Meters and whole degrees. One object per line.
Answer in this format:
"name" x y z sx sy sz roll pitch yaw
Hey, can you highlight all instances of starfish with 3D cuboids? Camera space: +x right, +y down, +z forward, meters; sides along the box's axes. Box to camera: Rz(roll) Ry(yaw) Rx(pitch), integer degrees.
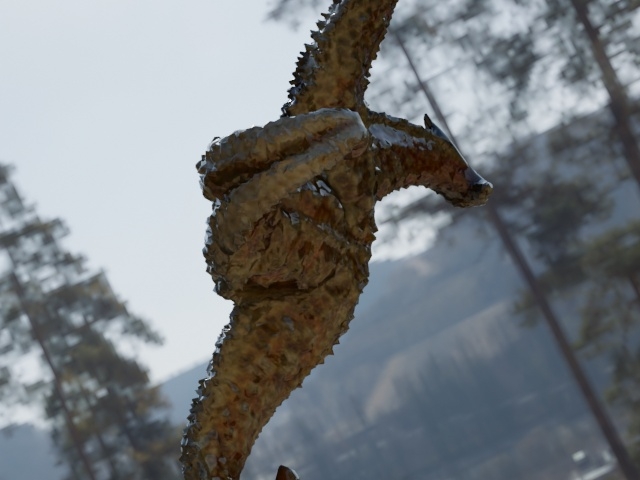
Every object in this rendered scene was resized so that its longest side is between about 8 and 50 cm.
"starfish" 0.003 0.002 0.783 0.303 0.113 0.312 -48 -23 -54
